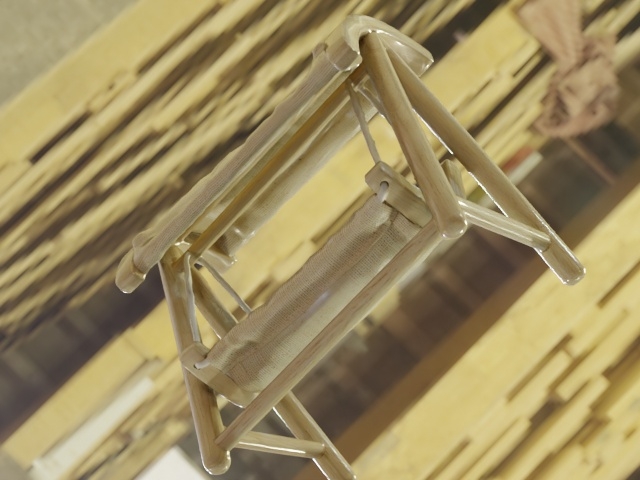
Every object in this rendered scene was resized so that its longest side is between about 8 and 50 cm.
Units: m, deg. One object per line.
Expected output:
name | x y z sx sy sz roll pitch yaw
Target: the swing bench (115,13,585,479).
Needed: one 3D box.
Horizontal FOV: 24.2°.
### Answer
swing bench | 0.000 0.000 1.071 0.253 0.254 0.165 -46 143 20
